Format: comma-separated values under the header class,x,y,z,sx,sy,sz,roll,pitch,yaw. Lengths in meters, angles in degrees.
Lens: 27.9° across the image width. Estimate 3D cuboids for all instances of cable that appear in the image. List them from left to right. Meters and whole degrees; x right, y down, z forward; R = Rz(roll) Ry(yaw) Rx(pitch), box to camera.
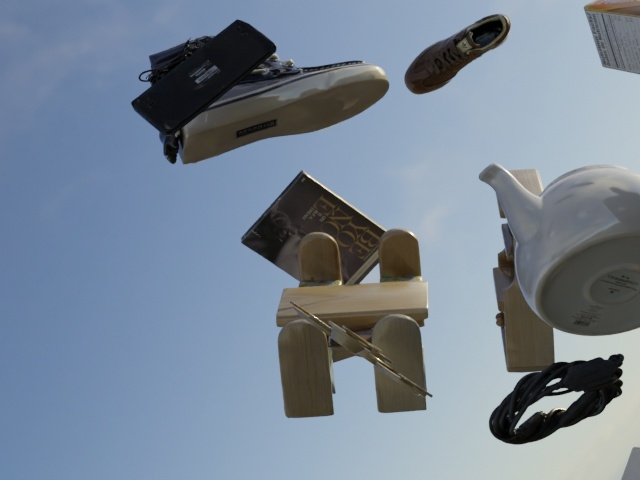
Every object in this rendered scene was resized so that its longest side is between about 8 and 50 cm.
class,x,y,z,sx,sy,sz,roll,pitch,yaw
cable,0.283,0.197,1.571,0.184,0.047,0.150,-20,-28,-15

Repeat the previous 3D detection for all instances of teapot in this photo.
class,x,y,z,sx,sy,sz,roll,pitch,yaw
teapot,0.368,-0.009,1.677,0.252,0.187,0.256,-18,-43,13

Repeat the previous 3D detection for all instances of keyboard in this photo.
class,x,y,z,sx,sy,sz,roll,pitch,yaw
keyboard,-0.152,-0.209,1.646,0.192,0.100,0.038,-40,-23,-18

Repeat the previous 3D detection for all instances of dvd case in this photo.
class,x,y,z,sx,sy,sz,roll,pitch,yaw
dvd case,0.000,0.000,2.189,0.164,0.221,0.018,-47,27,16

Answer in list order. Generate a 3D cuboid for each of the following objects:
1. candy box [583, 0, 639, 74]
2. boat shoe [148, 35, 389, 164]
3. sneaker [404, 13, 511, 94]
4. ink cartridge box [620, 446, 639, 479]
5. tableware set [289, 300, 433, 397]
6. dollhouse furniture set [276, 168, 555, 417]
class,x,y,z,sx,sy,sz,roll,pitch,yaw
candy box,0.450,-0.243,1.395,0.183,0.087,0.316,-27,20,-12
boat shoe,-0.081,-0.231,1.820,0.340,0.158,0.127,-16,-21,-19
sneaker,0.211,-0.297,1.999,0.188,0.066,0.071,-35,-7,-3
ink cartridge box,0.537,0.428,1.719,0.197,0.270,0.198,1,62,54
tableware set,0.044,0.116,1.411,0.020,0.141,0.169,-56,28,-2
dollhouse furniture set,0.133,0.054,1.882,0.362,0.394,0.256,-78,-17,-70
